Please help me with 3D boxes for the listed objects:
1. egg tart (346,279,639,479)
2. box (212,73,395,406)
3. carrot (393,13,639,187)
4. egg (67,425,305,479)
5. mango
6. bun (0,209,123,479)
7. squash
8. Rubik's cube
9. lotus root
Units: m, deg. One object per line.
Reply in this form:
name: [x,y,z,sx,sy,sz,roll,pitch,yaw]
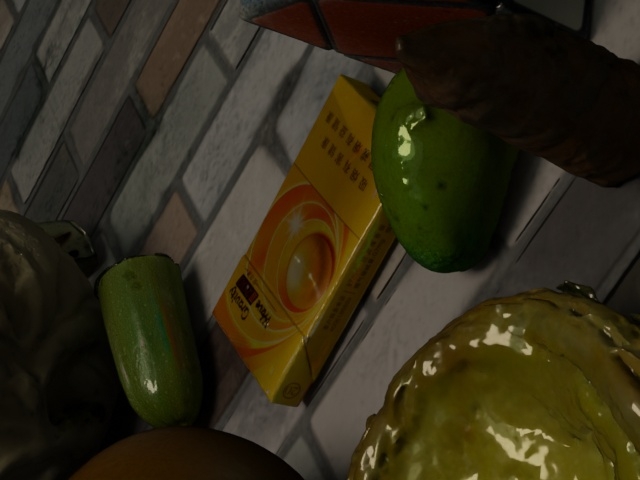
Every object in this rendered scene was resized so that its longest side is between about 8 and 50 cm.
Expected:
egg tart: [0.149,0.194,0.974,0.345,0.132,0.345,-24,59,48]
box: [0.000,0.000,1.340,0.269,0.043,0.152,-61,36,19]
carrot: [0.136,-0.102,1.002,0.102,0.263,0.101,-10,76,43]
egg: [-0.103,0.320,1.151,0.283,0.283,0.351,-24,60,49]
mango: [0.096,-0.063,1.177,0.119,0.100,0.178,1,91,44]
bun: [-0.335,0.159,1.540,0.211,0.360,0.359,13,88,30]
squash: [-0.166,0.110,1.493,0.095,0.095,0.188,-49,44,32]
Rubik's cube: [0.082,-0.261,1.183,0.205,0.207,0.205,-8,72,55]
lotus root: [-0.350,0.034,1.754,0.144,0.143,0.070,-57,46,50]
